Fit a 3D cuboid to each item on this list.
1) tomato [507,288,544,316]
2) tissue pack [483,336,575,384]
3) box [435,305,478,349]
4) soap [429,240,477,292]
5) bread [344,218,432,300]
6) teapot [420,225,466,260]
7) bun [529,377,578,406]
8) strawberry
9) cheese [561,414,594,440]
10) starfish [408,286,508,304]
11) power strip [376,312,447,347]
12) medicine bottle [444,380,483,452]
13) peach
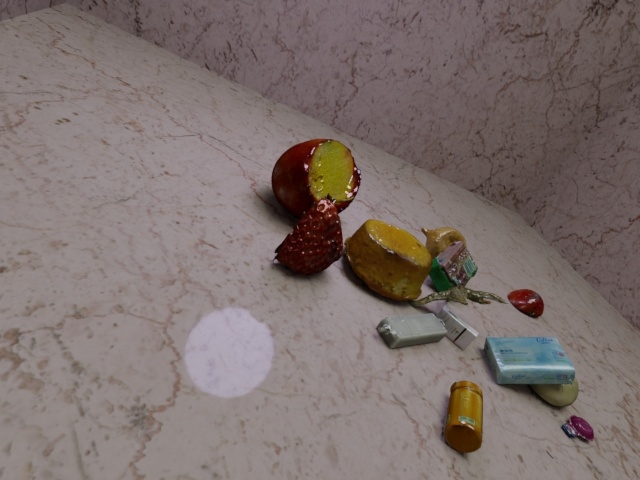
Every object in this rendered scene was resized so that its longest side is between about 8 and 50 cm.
[{"bbox_3d":[1.084,0.307,2.114,0.190,0.099,0.173,23,31,-11],"label":"tomato"},{"bbox_3d":[0.757,0.435,1.487,0.264,0.089,0.177,1,31,2],"label":"tissue pack"},{"bbox_3d":[0.502,0.328,1.526,0.154,0.083,0.040,41,28,18],"label":"box"},{"bbox_3d":[0.608,0.130,1.840,0.273,0.098,0.217,-34,93,-44],"label":"soap"},{"bbox_3d":[0.276,0.070,1.607,0.359,0.204,0.336,25,33,-14],"label":"bread"},{"bbox_3d":[0.617,0.046,2.038,0.311,0.203,0.167,48,-18,-11],"label":"teapot"},{"bbox_3d":[0.891,0.521,1.547,0.223,0.127,0.222,21,31,-14],"label":"bun"},{"bbox_3d":[0.005,0.004,1.386,0.150,0.280,0.254,46,22,21],"label":"strawberry"},{"bbox_3d":[0.909,0.662,1.430,0.145,0.038,0.095,7,34,-27],"label":"cheese"},{"bbox_3d":[0.555,0.216,1.561,0.348,0.358,0.078,11,76,-42],"label":"starfish"},{"bbox_3d":[0.316,0.308,1.406,0.339,0.058,0.098,6,37,-40],"label":"power strip"},{"bbox_3d":[0.410,0.494,1.153,0.096,0.096,0.192,35,28,7],"label":"medicine bottle"},{"bbox_3d":[-0.029,-0.248,1.711,0.406,0.310,0.334,-37,108,-49],"label":"peach"}]
